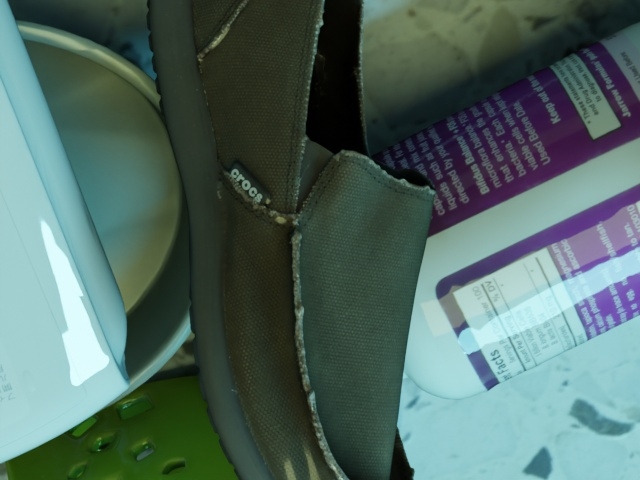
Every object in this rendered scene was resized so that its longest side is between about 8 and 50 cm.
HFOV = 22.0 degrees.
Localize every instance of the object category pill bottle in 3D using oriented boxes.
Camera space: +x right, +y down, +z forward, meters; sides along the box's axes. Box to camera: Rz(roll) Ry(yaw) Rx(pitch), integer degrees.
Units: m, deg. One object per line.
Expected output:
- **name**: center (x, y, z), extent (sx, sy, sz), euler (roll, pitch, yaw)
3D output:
- **pill bottle**: center (0.114, -0.002, 1.053), extent (0.301, 0.169, 0.169), euler (-26, 127, 5)

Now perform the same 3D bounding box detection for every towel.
- **towel**: center (-0.185, -0.022, 1.049), extent (0.197, 0.029, 0.144), euler (-13, 124, -6)

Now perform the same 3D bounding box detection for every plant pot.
- **plant pot**: center (-0.059, 0.214, 1.132), extent (0.207, 0.227, 0.228), euler (-35, 125, 2)

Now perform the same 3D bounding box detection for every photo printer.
- **photo printer**: center (-0.253, 0.008, 0.904), extent (0.256, 0.107, 0.308), euler (-19, 124, -2)

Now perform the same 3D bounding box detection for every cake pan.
- **cake pan**: center (-0.206, -0.009, 1.002), extent (0.293, 0.054, 0.293), euler (-6, 122, -10)

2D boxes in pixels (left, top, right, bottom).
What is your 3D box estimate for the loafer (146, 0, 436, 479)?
- **loafer**: center (0.000, 0.000, 0.922), extent (0.130, 0.366, 0.134), euler (-16, 174, 20)
